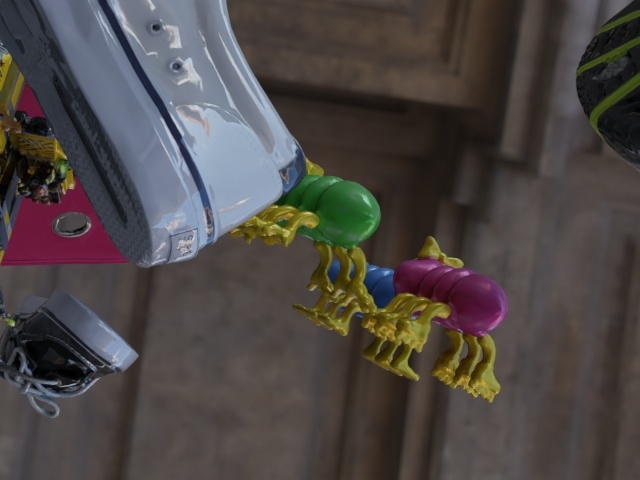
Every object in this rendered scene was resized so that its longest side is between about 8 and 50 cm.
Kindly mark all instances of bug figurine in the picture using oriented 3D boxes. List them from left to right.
[{"bbox_3d":[0.000,0.000,1.097,0.216,0.279,0.072,20,-103,51],"label":"bug figurine"}]

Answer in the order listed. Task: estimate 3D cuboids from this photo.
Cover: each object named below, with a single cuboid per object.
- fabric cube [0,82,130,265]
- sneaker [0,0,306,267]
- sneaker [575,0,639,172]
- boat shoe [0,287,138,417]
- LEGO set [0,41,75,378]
[{"bbox_3d":[-0.234,-0.155,1.743,0.258,0.254,0.259,106,-22,-51],"label":"fabric cube"},{"bbox_3d":[-0.092,-0.116,0.804,0.258,0.091,0.094,65,-26,2],"label":"sneaker"},{"bbox_3d":[0.249,-0.038,0.974,0.145,0.147,0.384,-38,-152,9],"label":"sneaker"},{"bbox_3d":[-0.282,0.117,1.965,0.105,0.113,0.306,-51,-159,-15],"label":"boat shoe"},{"bbox_3d":[-0.322,-0.019,1.129,0.255,0.331,0.192,110,-7,-62],"label":"LEGO set"}]
